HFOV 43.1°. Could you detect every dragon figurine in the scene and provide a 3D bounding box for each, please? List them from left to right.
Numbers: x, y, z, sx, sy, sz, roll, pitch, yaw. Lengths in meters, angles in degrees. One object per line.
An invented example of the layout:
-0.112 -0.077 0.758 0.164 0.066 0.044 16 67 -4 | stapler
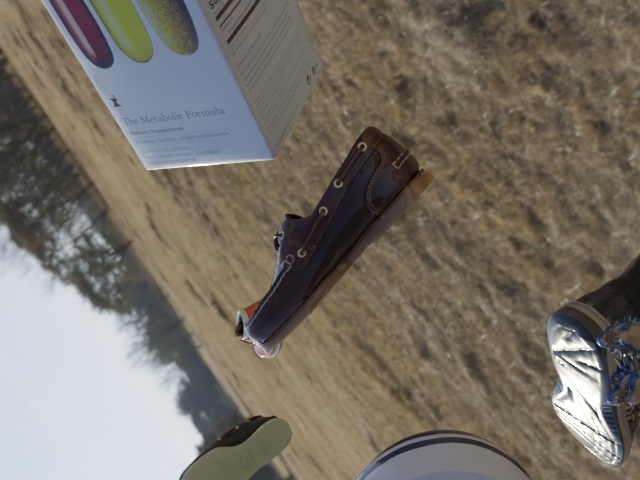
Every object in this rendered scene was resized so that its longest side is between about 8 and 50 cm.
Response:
0.382 0.078 0.724 0.144 0.289 0.085 3 108 63 | dragon figurine

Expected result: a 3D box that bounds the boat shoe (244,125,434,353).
0.000 0.000 0.666 0.073 0.207 0.073 40 -168 -2 | boat shoe

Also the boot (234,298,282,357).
-0.106 0.150 1.344 0.059 0.084 0.158 54 152 31 | boot

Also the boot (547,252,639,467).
0.477 0.152 1.198 0.138 0.284 0.377 36 159 45 | boot

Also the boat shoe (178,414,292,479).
-0.090 0.220 0.822 0.042 0.133 0.049 -7 105 50 | boat shoe

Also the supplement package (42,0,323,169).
-0.116 -0.194 0.644 0.139 0.134 0.244 -2 134 27 | supplement package

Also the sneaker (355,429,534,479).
0.082 0.204 0.482 0.127 0.126 0.321 -94 -12 -56 | sneaker
